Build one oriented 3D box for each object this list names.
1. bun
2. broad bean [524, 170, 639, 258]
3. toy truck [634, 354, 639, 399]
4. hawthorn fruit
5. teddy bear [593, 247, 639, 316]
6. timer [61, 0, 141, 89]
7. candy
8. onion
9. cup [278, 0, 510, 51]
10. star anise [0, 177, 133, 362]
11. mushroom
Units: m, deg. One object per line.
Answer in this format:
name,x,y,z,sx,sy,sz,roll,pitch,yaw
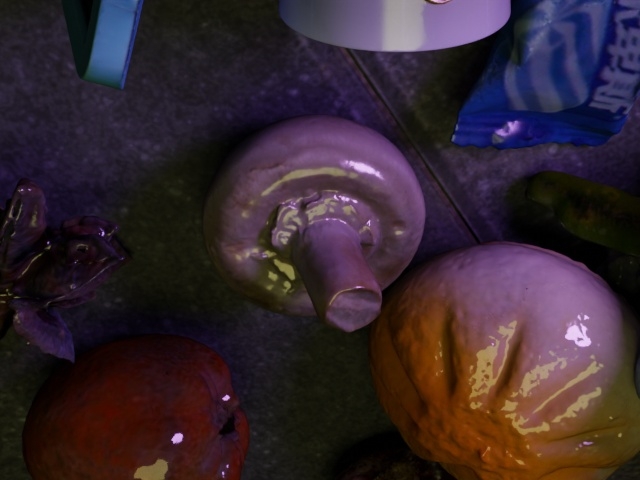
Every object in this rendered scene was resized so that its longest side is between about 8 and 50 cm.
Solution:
bun,0.182,0.154,1.154,0.299,0.164,0.298,17,135,18
broad bean,0.348,-0.050,1.089,0.292,0.144,0.049,-22,155,11
toy truck,0.393,0.053,0.997,0.162,0.136,0.305,26,102,-7
hawthorn fruit,-0.209,0.211,1.211,0.262,0.210,0.210,-16,128,22
teddy bear,0.456,0.073,1.152,0.368,0.224,0.357,9,105,-9
timer,-0.145,-0.257,0.815,0.091,0.250,0.231,10,125,-14
candy,0.242,-0.206,0.985,0.187,0.077,0.331,1,131,-25
onion,0.107,0.335,1.366,0.173,0.135,0.198,-15,129,10
cup,0.078,-0.278,0.887,0.241,0.185,0.226,-24,128,-30
star anise,-0.291,0.025,1.106,0.212,0.129,0.282,16,133,-9
mushroom,0.000,0.000,1.049,0.207,0.215,0.207,-8,129,-10
